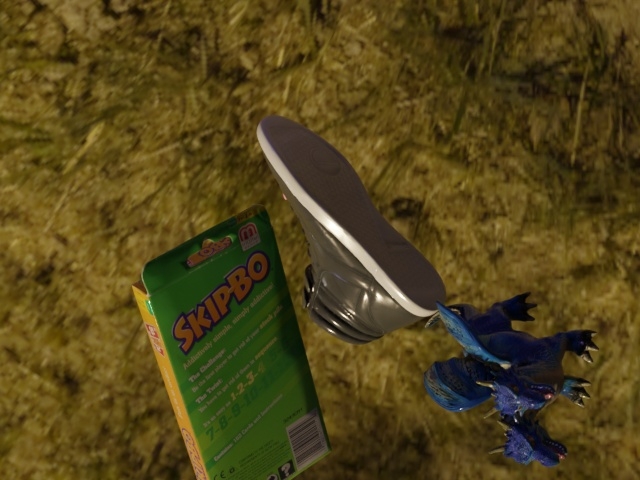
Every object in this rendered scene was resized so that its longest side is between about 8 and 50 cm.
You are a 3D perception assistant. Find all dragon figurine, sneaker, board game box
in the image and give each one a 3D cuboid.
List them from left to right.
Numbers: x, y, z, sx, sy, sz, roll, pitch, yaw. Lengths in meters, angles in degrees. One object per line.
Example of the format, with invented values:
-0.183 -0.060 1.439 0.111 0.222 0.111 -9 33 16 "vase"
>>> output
-0.071 0.102 1.005 0.039 0.124 0.259 25 136 47 "board game box"
0.000 0.000 1.390 0.295 0.104 0.147 50 130 5 "sneaker"
0.144 0.102 1.070 0.144 0.289 0.085 -4 112 -31 "dragon figurine"
